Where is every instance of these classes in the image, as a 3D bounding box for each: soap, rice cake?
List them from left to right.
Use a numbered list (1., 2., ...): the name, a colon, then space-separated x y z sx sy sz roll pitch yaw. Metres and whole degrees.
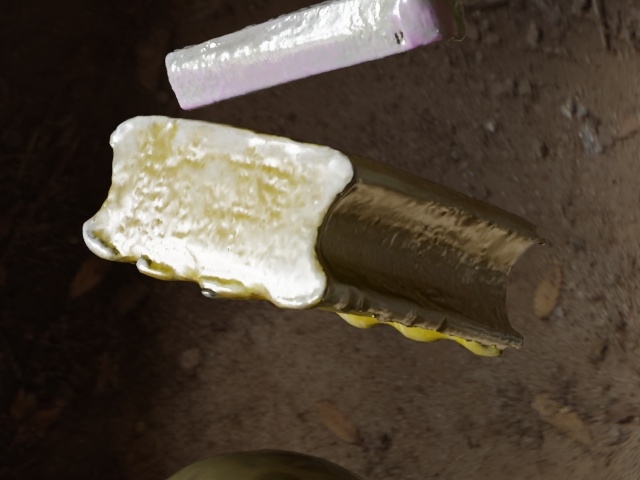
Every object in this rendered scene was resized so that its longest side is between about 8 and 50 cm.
1. rice cake: -0.021 -0.188 1.221 0.399 0.064 0.070 -7 104 47
2. soap: 0.000 0.000 1.163 0.293 0.335 0.156 16 91 39

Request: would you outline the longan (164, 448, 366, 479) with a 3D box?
1. longan: -0.047 0.388 1.278 0.361 0.361 0.361 -2 82 16
